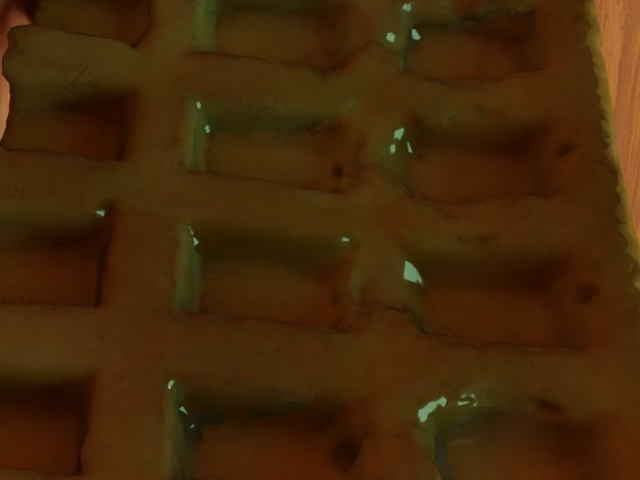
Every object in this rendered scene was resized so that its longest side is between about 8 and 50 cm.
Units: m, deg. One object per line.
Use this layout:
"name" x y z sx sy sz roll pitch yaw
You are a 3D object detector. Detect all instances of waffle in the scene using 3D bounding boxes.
"waffle" 0.000 0.001 0.452 0.077 0.304 0.348 102 -9 -54
